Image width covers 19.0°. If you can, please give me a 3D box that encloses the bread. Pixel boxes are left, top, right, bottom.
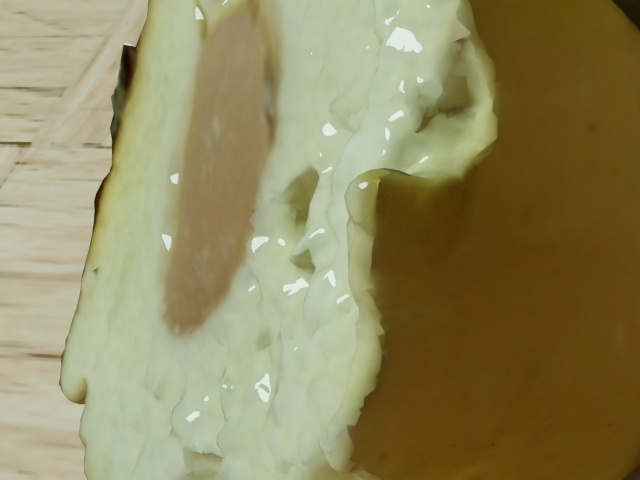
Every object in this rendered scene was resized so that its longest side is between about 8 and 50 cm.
[{"bbox_3d":[-0.009,-0.004,0.593,0.211,0.224,0.183,-43,36,-12],"label":"bread"}]

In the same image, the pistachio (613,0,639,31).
[{"bbox_3d":[0.219,-0.075,0.585,0.288,0.166,0.197,22,19,6],"label":"pistachio"}]
